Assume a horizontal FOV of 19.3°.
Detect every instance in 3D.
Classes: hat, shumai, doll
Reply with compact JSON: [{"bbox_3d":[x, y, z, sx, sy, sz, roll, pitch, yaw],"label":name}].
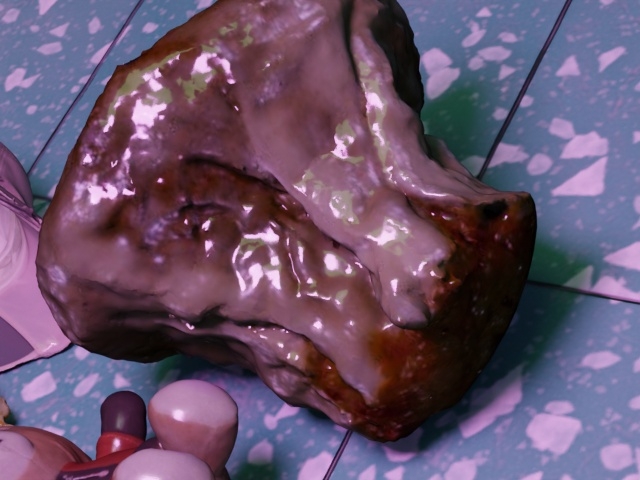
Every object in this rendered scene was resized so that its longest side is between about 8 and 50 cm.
[{"bbox_3d":[-0.321,-0.008,1.777,0.275,0.232,0.161,28,41,26],"label":"hat"},{"bbox_3d":[0.000,0.000,1.528,0.397,0.324,0.323,-45,62,-10],"label":"shumai"},{"bbox_3d":[-0.201,0.225,1.521,0.329,0.174,0.235,-11,34,22],"label":"doll"}]

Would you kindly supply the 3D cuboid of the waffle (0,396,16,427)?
[{"bbox_3d":[-0.361,0.187,1.706,0.183,0.036,0.169,32,76,35],"label":"waffle"}]
